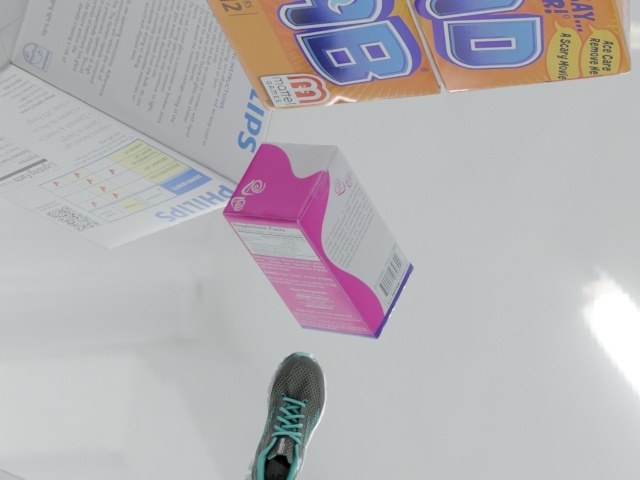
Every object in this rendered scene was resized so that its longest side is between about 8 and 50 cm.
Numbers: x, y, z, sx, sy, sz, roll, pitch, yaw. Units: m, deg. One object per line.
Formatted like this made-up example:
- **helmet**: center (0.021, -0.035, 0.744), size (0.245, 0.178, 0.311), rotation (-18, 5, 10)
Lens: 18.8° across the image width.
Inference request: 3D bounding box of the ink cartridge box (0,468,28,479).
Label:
- **ink cartridge box**: center (-0.274, 0.297, 1.627), size (0.233, 0.171, 0.168), rotation (-26, -138, 66)

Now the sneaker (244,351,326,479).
- **sneaker**: center (-0.032, 0.196, 1.944), size (0.076, 0.065, 0.166), rotation (-106, -152, -82)

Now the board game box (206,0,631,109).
- **board game box**: center (0.079, -0.375, 1.752), size (0.356, 0.356, 0.356), rotation (60, 29, -57)

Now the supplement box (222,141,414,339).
- **supplement box**: center (0.000, 0.000, 2.189), size (0.114, 0.220, 0.111), rotation (7, -125, 34)

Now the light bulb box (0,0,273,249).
- **light bulb box**: center (-0.299, -0.187, 2.455), size (0.358, 0.361, 0.225), rotation (-18, -129, 50)
